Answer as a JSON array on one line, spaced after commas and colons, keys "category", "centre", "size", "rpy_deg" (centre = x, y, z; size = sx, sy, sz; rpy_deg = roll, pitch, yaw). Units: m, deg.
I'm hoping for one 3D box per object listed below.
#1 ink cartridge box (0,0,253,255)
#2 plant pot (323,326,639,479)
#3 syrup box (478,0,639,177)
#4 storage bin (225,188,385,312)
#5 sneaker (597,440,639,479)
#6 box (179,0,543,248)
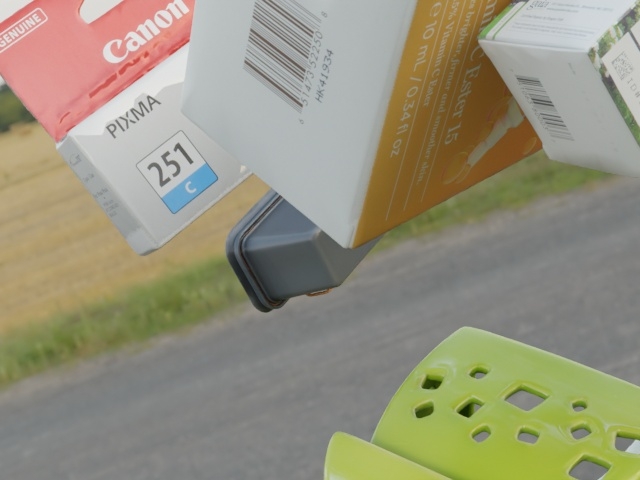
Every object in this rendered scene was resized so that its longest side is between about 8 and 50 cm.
[{"category": "ink cartridge box", "centre": [-0.136, -0.175, 1.454], "size": [0.296, 0.261, 0.066], "rpy_deg": [-41, 7, -23]}, {"category": "plant pot", "centre": [0.130, 0.224, 1.096], "size": [0.227, 0.228, 0.207], "rpy_deg": [20, 32, 38]}, {"category": "syrup box", "centre": [0.211, -0.150, 0.838], "size": [0.237, 0.093, 0.096], "rpy_deg": [-46, 30, -16]}, {"category": "storage bin", "centre": [0.000, 0.000, 1.315], "size": [0.091, 0.098, 0.135], "rpy_deg": [-7, 29, 42]}, {"category": "sneaker", "centre": [0.343, 0.163, 1.359], "size": [0.292, 0.118, 0.110], "rpy_deg": [-33, -26, -6]}, {"category": "box", "centre": [0.101, -0.177, 0.978], "size": [0.345, 0.215, 0.168], "rpy_deg": [-28, 55, -37]}]
